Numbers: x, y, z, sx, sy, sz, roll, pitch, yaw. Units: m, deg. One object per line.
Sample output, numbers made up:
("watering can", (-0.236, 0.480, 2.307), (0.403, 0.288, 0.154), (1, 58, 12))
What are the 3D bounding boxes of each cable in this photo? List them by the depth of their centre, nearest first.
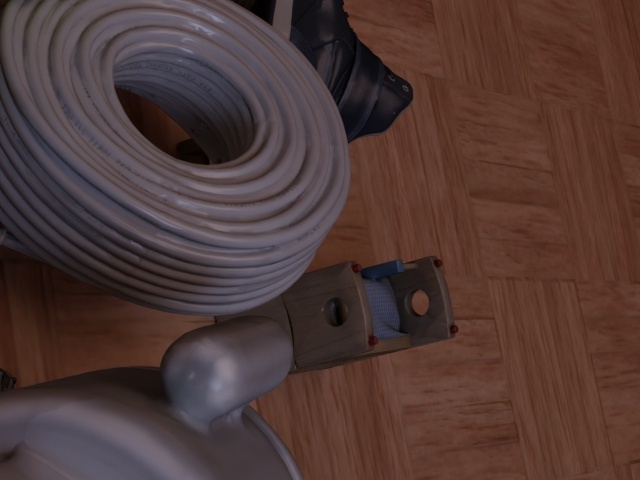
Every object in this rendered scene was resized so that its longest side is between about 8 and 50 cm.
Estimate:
("cable", (-0.103, -0.071, 0.995), (0.257, 0.089, 0.257), (27, 41, -13))

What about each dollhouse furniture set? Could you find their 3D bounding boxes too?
("dollhouse furniture set", (0.000, 0.000, 1.158), (0.129, 0.129, 0.184), (-3, 79, -57))

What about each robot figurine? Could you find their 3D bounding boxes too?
("robot figurine", (-0.112, 0.167, 0.799), (0.200, 0.300, 0.353), (37, 3, 7))

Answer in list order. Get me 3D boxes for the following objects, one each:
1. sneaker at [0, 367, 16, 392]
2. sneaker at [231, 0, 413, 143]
("sneaker", (-0.202, 0.070, 0.913), (0.069, 0.038, 0.098), (24, 66, -52))
("sneaker", (0.006, -0.181, 1.273), (0.163, 0.086, 0.226), (29, 62, -34))
